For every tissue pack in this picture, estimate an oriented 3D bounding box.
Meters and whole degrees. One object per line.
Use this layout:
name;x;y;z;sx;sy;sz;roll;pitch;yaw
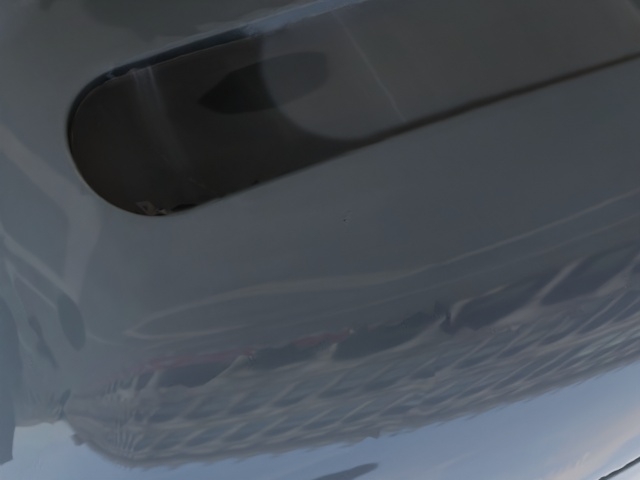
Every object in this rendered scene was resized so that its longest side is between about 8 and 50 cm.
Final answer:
tissue pack;0.000;0.000;0.573;0.333;0.229;0.236;-20;151;-21
